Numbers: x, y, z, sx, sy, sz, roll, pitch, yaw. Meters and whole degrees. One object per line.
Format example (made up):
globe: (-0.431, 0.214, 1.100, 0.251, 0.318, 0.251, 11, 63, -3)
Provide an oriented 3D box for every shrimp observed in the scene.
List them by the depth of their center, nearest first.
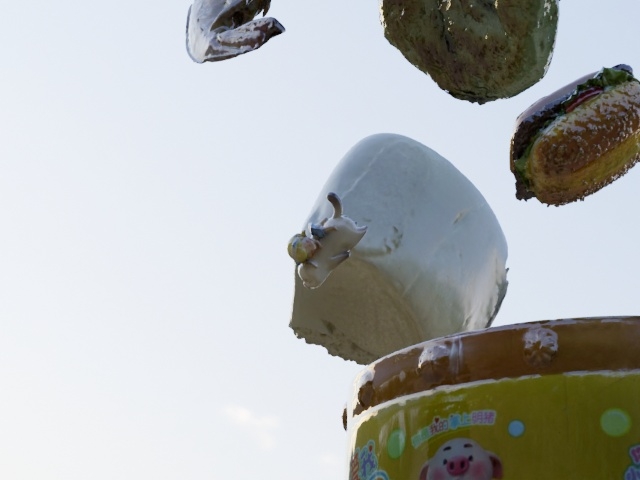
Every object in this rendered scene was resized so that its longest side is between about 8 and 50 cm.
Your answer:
shrimp: (-0.024, -0.198, 1.173, 0.052, 0.144, 0.251, 39, -25, -27)

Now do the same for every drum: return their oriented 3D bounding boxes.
drum: (0.218, 0.217, 1.146, 0.431, 0.214, 0.431, 2, -20, 1)

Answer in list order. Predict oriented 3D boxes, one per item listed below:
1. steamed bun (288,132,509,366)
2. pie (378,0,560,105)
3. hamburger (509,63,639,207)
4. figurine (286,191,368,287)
steamed bun: (0.116, 0.023, 1.996, 0.272, 0.290, 0.273, 15, -31, 11)
pie: (0.118, -0.231, 1.328, 0.240, 0.054, 0.241, 39, -32, 30)
hamburger: (0.270, -0.105, 1.536, 0.087, 0.166, 0.137, 44, -23, 39)
figurine: (0.000, 0.000, 1.399, 0.050, 0.083, 0.047, 43, -11, -16)
